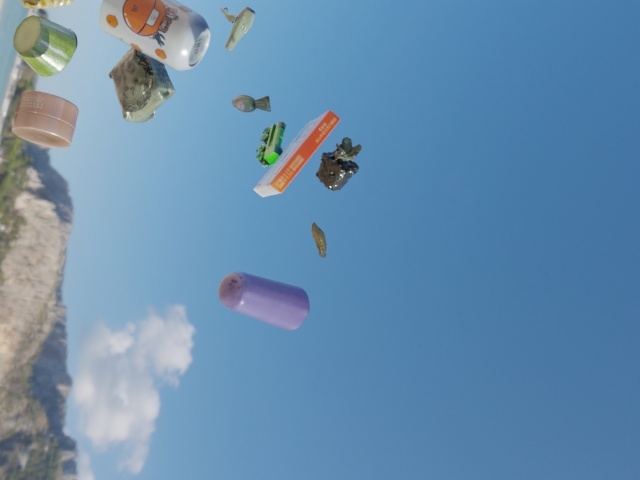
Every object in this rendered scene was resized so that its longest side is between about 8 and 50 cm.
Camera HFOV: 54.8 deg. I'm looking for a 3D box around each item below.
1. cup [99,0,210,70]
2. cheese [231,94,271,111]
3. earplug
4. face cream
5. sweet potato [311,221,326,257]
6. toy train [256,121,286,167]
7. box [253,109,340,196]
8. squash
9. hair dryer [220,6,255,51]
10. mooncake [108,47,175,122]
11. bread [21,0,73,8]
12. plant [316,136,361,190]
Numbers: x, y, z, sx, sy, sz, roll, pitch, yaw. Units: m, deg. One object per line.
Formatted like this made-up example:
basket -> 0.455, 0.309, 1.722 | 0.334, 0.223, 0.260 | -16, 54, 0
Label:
cup -> -0.542, -0.720, 2.077 | 0.212, 0.317, 0.212 | -61, 179, -2
cheese -> -0.214, -0.419, 1.896 | 0.067, 0.120, 0.026 | 85, 10, -50
earplug -> -0.267, 0.262, 2.773 | 0.215, 0.456, 0.215 | -16, -116, 36
face cream -> -0.733, -0.321, 1.649 | 0.149, 0.149, 0.104 | -10, -112, 59
sweet potato -> 0.000, 0.005, 1.966 | 0.041, 0.038, 0.153 | -92, 169, -51
toy train -> -0.206, -0.422, 2.693 | 0.119, 0.085, 0.251 | -25, -140, 34
box -> -0.076, -0.245, 1.794 | 0.273, 0.048, 0.265 | -53, -167, -10
squash -> -0.821, -0.579, 1.827 | 0.170, 0.123, 0.170 | -7, -106, 24
hair dryer -> -0.335, -0.775, 2.253 | 0.199, 0.067, 0.167 | 21, -93, 39
mooncake -> -0.690, -0.596, 2.340 | 0.250, 0.136, 0.254 | -30, -102, 36
bread -> -0.887, -0.798, 2.005 | 0.177, 0.119, 0.084 | -52, 147, -53
plant -> 0.073, -0.301, 2.423 | 0.131, 0.142, 0.203 | 52, -57, 23
